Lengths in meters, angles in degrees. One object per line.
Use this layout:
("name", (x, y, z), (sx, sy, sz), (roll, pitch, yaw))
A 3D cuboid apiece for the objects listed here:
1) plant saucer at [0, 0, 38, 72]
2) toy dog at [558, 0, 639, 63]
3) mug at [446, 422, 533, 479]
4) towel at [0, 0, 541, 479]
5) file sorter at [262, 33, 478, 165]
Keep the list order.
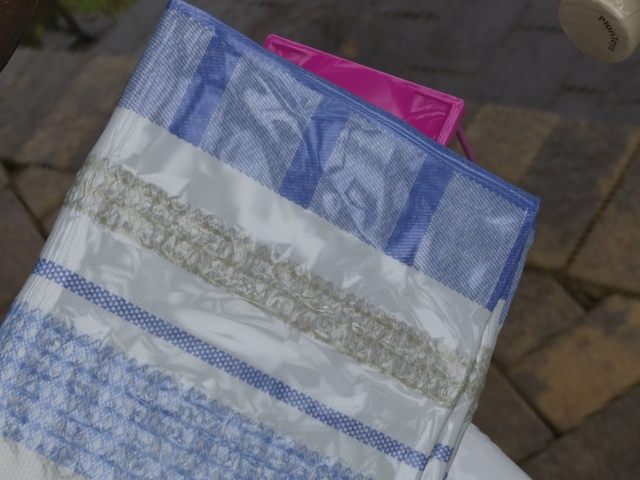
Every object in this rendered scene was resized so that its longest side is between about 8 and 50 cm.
("plant saucer", (-0.289, -0.175, 0.819), (0.310, 0.310, 0.050), (-18, 18, 13))
("toy dog", (0.384, -0.194, 1.463), (0.334, 0.161, 0.220), (20, 67, 5))
("mug", (0.045, 0.280, 1.902), (0.276, 0.374, 0.328), (-46, 66, -4))
("towel", (-0.035, 0.065, 0.700), (0.285, 0.209, 0.034), (-67, 17, -16))
("file sorter", (0.000, 0.000, 1.534), (0.202, 0.182, 0.290), (21, 77, 22))
